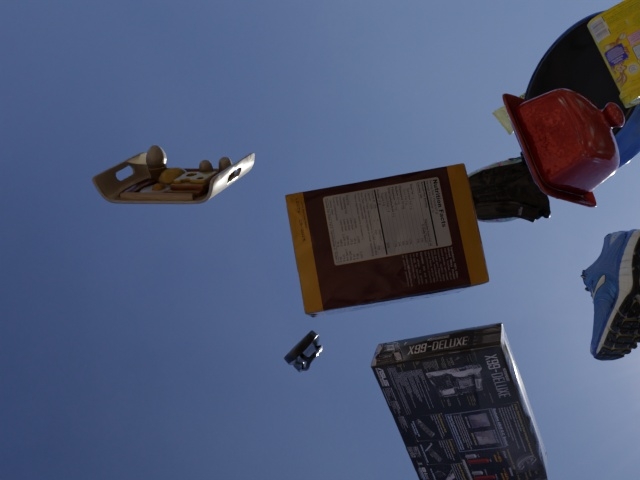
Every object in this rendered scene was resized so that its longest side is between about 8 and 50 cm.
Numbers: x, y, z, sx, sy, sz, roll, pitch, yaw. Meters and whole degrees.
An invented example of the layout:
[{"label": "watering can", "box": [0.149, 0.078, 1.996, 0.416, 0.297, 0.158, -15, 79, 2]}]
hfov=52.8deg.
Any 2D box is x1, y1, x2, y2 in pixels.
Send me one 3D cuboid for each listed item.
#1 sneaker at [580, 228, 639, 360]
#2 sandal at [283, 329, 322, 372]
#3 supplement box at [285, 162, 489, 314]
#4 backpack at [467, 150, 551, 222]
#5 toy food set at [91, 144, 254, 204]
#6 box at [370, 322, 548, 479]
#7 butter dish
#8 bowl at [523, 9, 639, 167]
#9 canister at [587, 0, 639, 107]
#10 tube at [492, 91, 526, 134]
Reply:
[{"label": "sneaker", "box": [0.719, 0.132, 1.581, 0.130, 0.147, 0.330, 17, -93, -25]}, {"label": "sandal", "box": [-0.027, 0.273, 1.534, 0.054, 0.254, 0.097, 43, -99, 15]}, {"label": "supplement box", "box": [0.071, 0.010, 0.756, 0.194, 0.191, 0.129, -10, -98, 1]}, {"label": "backpack", "box": [0.381, -0.097, 1.370, 0.182, 0.115, 0.151, -12, -96, 9]}, {"label": "toy food set", "box": [-0.332, -0.163, 1.490, 0.306, 0.092, 0.219, 1, -157, 18]}, {"label": "box", "box": [0.260, 0.317, 1.199, 0.242, 0.307, 0.076, -16, -161, 24]}, {"label": "butter dish", "box": [0.338, -0.138, 0.845, 0.160, 0.118, 0.160, 6, -119, -42]}, {"label": "bowl", "box": [0.614, -0.335, 1.470, 0.077, 0.391, 0.391, 14, -135, -25]}, {"label": "canister", "box": [0.571, -0.344, 1.155, 0.126, 0.073, 0.169, -26, -100, 26]}, {"label": "tube", "box": [0.616, -0.403, 1.836, 0.240, 0.062, 0.070, -35, -159, 14]}]
